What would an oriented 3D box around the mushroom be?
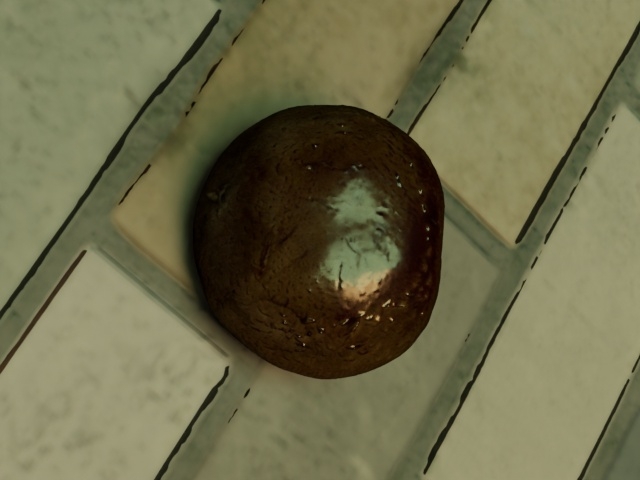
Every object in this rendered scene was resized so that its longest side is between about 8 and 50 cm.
[{"bbox_3d":[0.000,0.000,0.707,0.127,0.087,0.127,2,75,-9],"label":"mushroom"}]
